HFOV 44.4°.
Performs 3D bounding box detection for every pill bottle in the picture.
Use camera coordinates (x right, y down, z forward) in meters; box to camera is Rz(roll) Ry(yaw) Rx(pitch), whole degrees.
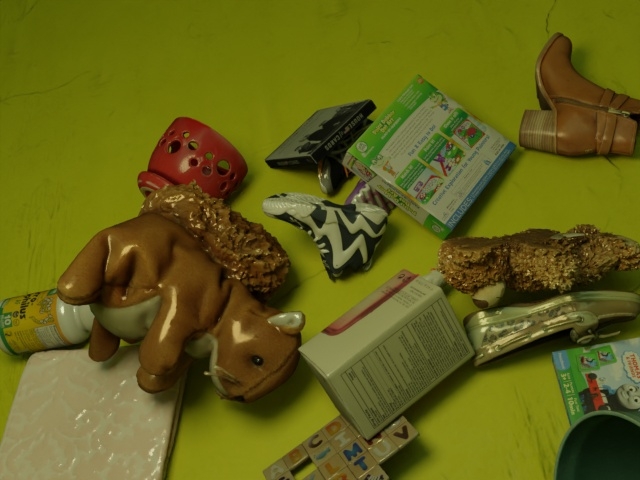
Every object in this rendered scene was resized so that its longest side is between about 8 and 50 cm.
[{"bbox_3d":[-0.524,0.154,1.547,0.208,0.117,0.118,-11,51,10],"label":"pill bottle"}]

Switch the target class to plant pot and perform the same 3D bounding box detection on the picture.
[{"bbox_3d":[0.464,0.354,0.996,0.196,0.293,0.293,-2,48,-18],"label":"plant pot"},{"bbox_3d":[-0.276,-0.137,1.641,0.191,0.191,0.174,24,67,31],"label":"plant pot"}]

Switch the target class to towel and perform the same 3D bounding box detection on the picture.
[{"bbox_3d":[-0.411,0.334,1.413,0.331,0.053,0.317,-5,53,12],"label":"towel"}]

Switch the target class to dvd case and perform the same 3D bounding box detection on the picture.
[{"bbox_3d":[-0.006,-0.221,1.640,0.179,0.029,0.238,-45,20,-17],"label":"dvd case"}]

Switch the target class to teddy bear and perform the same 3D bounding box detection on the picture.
[{"bbox_3d":[0.362,0.044,1.287,0.338,0.113,0.245,-9,12,-27],"label":"teddy bear"}]

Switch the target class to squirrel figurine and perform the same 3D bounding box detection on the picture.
[{"bbox_3d":[-0.184,0.089,1.369,0.370,0.281,0.397,20,53,10],"label":"squirrel figurine"}]

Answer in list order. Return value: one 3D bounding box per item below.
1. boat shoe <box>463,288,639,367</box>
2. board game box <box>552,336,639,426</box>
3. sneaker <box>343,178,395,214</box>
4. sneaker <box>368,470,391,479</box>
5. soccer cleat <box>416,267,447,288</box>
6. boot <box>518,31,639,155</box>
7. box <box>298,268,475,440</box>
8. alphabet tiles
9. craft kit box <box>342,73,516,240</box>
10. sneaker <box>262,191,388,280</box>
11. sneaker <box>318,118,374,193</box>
[{"bbox_3d":[0.381,0.144,1.280,0.285,0.104,0.089,-13,67,19],"label":"boat shoe"},{"bbox_3d":[0.483,0.230,1.212,0.211,0.039,0.160,-11,51,9],"label":"board game box"},{"bbox_3d":[0.114,-0.126,1.576,0.104,0.095,0.236,20,57,37],"label":"sneaker"},{"bbox_3d":[0.151,0.431,1.128,0.276,0.098,0.135,27,68,34],"label":"sneaker"},{"bbox_3d":[0.154,0.121,1.391,0.196,0.068,0.076,-30,66,-4],"label":"soccer cleat"},{"bbox_3d":[0.528,-0.287,1.542,0.220,0.109,0.283,9,59,25],"label":"boot"},{"bbox_3d":[0.108,0.180,1.277,0.232,0.149,0.127,-35,25,-12],"label":"box"},{"bbox_3d":[0.035,0.346,1.233,0.237,0.009,0.198,-35,25,-9],"label":"alphabet tiles"},{"bbox_3d":[0.211,-0.165,1.513,0.246,0.061,0.250,39,65,5],"label":"craft kit box"},{"bbox_3d":[0.000,0.000,1.465,0.235,0.153,0.094,6,16,-16],"label":"sneaker"},{"bbox_3d":[0.063,-0.181,1.634,0.083,0.084,0.215,19,61,23],"label":"sneaker"}]
